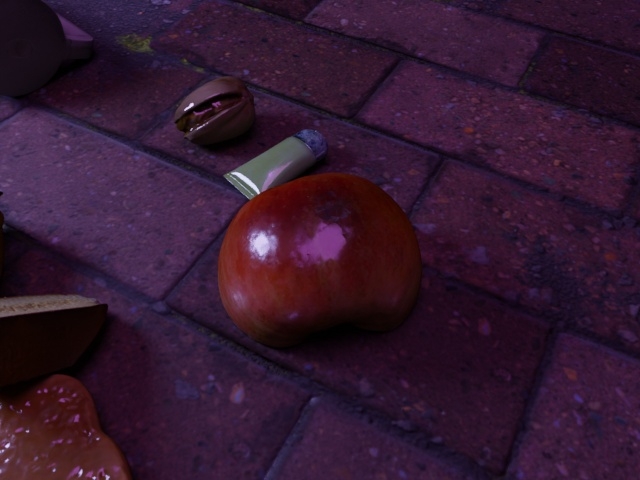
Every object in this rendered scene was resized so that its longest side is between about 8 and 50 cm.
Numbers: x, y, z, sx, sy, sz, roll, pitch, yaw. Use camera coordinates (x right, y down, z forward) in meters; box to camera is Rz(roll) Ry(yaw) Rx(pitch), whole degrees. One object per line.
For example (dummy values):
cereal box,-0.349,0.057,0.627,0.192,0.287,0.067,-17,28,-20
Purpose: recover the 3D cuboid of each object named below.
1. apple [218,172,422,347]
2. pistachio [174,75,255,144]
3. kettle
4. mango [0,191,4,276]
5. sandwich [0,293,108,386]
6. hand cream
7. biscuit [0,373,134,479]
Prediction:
apple,0.000,0.000,0.820,0.292,0.163,0.251,-7,52,-9
pistachio,-0.183,-0.226,1.046,0.149,0.113,0.113,-23,54,-10
kettle,-0.652,-0.427,1.167,0.318,0.265,0.205,34,89,24
mango,-0.515,0.021,0.817,0.153,0.126,0.252,10,57,-8
sandwich,-0.371,0.118,0.716,0.094,0.096,0.258,5,4,30
hand cream,-0.066,-0.128,1.003,0.175,0.046,0.095,-38,61,-20
biscuit,-0.347,0.310,0.622,0.312,0.057,0.351,-33,56,-25
